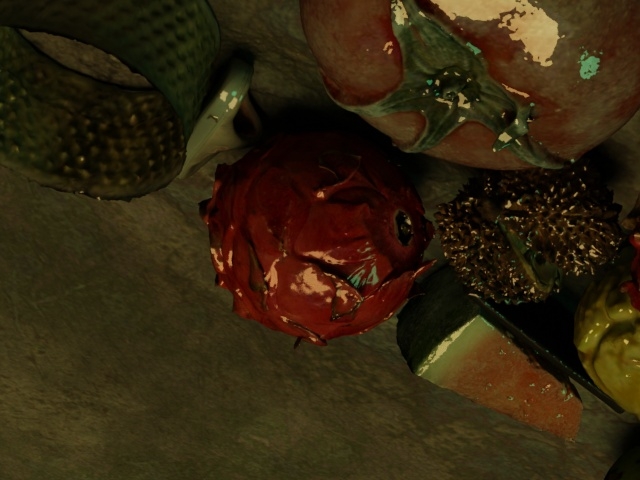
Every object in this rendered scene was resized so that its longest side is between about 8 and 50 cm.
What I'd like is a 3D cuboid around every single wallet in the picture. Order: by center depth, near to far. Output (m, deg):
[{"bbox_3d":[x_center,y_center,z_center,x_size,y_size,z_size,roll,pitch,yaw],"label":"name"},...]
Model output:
[{"bbox_3d":[0.244,0.086,1.944,0.030,0.146,0.285,-42,121,17],"label":"wallet"}]

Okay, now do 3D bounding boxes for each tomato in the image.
[{"bbox_3d":[0.140,-0.206,1.430,0.316,0.283,0.317,13,148,8],"label":"tomato"}]

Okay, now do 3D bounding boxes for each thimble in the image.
[{"bbox_3d":[-0.242,-0.179,1.761,0.270,0.150,0.271,11,147,8],"label":"thimble"}]

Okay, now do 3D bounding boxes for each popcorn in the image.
[{"bbox_3d":[0.386,0.107,1.867,0.204,0.184,0.221,-21,127,42],"label":"popcorn"}]

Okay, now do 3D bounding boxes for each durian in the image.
[{"bbox_3d":[0.209,-0.018,1.766,0.196,0.167,0.196,-25,148,-17],"label":"durian"}]

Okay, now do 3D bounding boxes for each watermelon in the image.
[{"bbox_3d":[0.218,0.136,2.023,0.256,0.193,0.140,37,111,-21],"label":"watermelon"}]

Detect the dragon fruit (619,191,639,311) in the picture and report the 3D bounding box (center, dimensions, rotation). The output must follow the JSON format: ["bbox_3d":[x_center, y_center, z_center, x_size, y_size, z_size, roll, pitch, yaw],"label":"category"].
[{"bbox_3d":[0.455,0.034,1.654,0.342,0.277,0.277,18,147,6],"label":"dragon fruit"}]

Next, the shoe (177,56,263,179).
[{"bbox_3d":[-0.101,-0.118,1.850,0.078,0.079,0.195,26,142,-7],"label":"shoe"}]

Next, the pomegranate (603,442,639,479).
[{"bbox_3d":[0.471,0.344,2.193,0.247,0.214,0.214,-19,148,-14],"label":"pomegranate"}]

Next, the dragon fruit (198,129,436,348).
[{"bbox_3d":[-0.007,-0.005,1.843,0.252,0.241,0.241,-32,125,27],"label":"dragon fruit"}]
